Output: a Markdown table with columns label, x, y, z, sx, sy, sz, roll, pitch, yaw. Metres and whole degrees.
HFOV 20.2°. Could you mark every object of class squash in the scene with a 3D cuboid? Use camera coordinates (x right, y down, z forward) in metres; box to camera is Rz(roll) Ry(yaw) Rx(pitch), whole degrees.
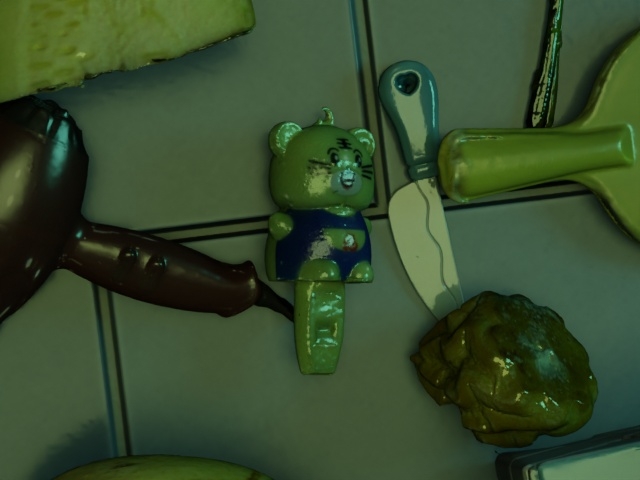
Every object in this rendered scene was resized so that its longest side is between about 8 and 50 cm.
| label | x | y | z | sx | sy | sz | roll | pitch | yaw |
| --- | --- | --- | --- | --- | --- | --- | --- | --- | --- |
| squash | -0.189 | -0.232 | 1.470 | 0.237 | 0.204 | 0.155 | -13 | 115 | -4 |

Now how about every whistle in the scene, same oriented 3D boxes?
| label | x | y | z | sx | sy | sz | roll | pitch | yaw |
| --- | --- | --- | --- | --- | --- | --- | --- | --- | --- |
| whistle | 0.000 | 0.000 | 1.515 | 0.105 | 0.085 | 0.227 | 4 | 86 | -34 |

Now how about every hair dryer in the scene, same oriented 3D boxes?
| label | x | y | z | sx | sy | sz | roll | pitch | yaw |
| --- | --- | --- | --- | --- | --- | --- | --- | --- | --- |
| hair dryer | -0.184 | 0.060 | 1.515 | 0.341 | 0.123 | 0.312 | 18 | 100 | -15 |

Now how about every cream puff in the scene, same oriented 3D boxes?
| label | x | y | z | sx | sy | sz | roll | pitch | yaw |
| --- | --- | --- | --- | --- | --- | --- | --- | --- | --- |
| cream puff | 0.152 | 0.118 | 1.525 | 0.146 | 0.146 | 0.116 | 46 | 126 | -4 |

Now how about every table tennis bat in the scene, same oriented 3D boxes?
| label | x | y | z | sx | sy | sz | roll | pitch | yaw |
| --- | --- | --- | --- | --- | --- | --- | --- | --- | --- |
| table tennis bat | 0.277 | -0.083 | 1.556 | 0.369 | 0.054 | 0.224 | -9 | 94 | -11 |

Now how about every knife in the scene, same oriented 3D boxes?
| label | x | y | z | sx | sy | sz | roll | pitch | yaw |
| --- | --- | --- | --- | --- | --- | --- | --- | --- | --- |
| knife | 0.086 | -0.035 | 1.560 | 0.058 | 0.032 | 0.244 | -8 | 96 | -7 |

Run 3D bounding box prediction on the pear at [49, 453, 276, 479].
| label | x | y | z | sx | sy | sz | roll | pitch | yaw |
| --- | --- | --- | --- | --- | --- | --- | --- | --- | --- |
| pear | -0.124 | 0.311 | 1.416 | 0.309 | 0.309 | 0.309 | 0 | 91 | -5 |

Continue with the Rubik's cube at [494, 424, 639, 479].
| label | x | y | z | sx | sy | sz | roll | pitch | yaw |
| --- | --- | --- | --- | --- | --- | --- | --- | --- | --- |
| Rubik's cube | 0.278 | 0.260 | 1.462 | 0.231 | 0.221 | 0.224 | -13 | 85 | -1 |

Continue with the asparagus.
| label | x | y | z | sx | sy | sz | roll | pitch | yaw |
| --- | --- | --- | --- | --- | --- | --- | --- | --- | --- |
| asparagus | 0.207 | -0.210 | 1.567 | 0.023 | 0.022 | 0.232 | 10 | 93 | 39 |
